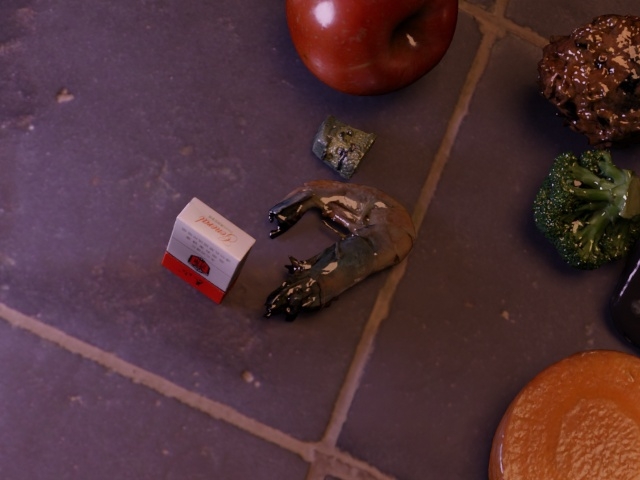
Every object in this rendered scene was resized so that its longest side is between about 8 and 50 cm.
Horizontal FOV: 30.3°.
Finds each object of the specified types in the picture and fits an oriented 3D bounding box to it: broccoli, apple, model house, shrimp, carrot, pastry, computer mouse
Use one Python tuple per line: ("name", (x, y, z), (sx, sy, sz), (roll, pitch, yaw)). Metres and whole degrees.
("broccoli", (0.406, -0.046, 1.752), (0.195, 0.156, 0.195), (4, 84, -45))
("apple", (0.073, -0.348, 1.739), (0.260, 0.260, 0.216), (-28, 52, -25))
("model house", (0.029, -0.140, 1.734), (0.083, 0.066, 0.079), (33, 60, 3))
("shrimp", (0.002, -0.005, 1.665), (0.289, 0.075, 0.178), (-31, 69, -24))
("carrot", (0.353, 0.293, 1.566), (0.258, 0.100, 0.307), (16, 61, 16))
("pastry", (0.455, -0.219, 1.789), (0.274, 0.275, 0.193), (10, 66, -11))
("computer mouse", (0.540, 0.041, 1.725), (0.170, 0.269, 0.100), (28, 17, 4))

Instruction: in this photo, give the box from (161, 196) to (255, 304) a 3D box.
("box", (-0.150, 0.016, 1.564), (0.100, 0.152, 0.048), (37, 59, 3))
